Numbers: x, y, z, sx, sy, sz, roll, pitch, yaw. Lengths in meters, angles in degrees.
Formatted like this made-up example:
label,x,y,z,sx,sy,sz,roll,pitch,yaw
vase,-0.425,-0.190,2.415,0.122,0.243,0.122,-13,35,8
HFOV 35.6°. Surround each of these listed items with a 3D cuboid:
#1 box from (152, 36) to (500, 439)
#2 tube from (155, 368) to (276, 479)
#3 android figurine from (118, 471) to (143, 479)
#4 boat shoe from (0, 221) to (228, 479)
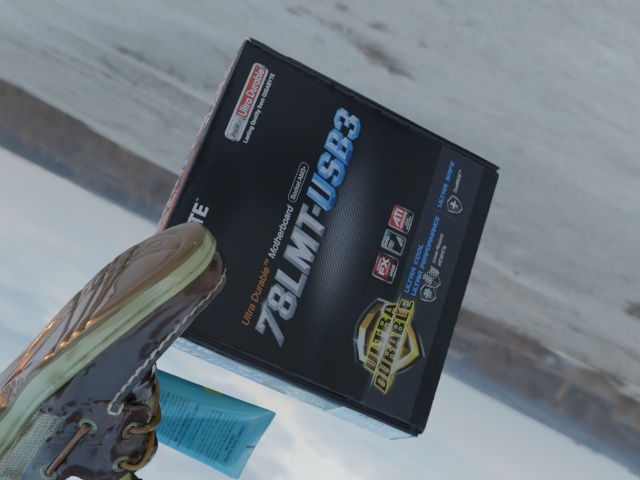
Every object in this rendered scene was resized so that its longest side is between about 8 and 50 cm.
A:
label,x,y,z,sx,sy,sz,roll,pitch,yaw
box,0.000,0.000,0.948,0.293,0.295,0.073,27,158,-14
tube,-0.149,0.140,0.867,0.207,0.080,0.052,25,-153,-7
android figurine,-0.168,0.229,0.456,0.248,0.273,0.056,57,176,-15
boat shoe,-0.170,0.123,0.755,0.123,0.342,0.123,41,-158,-15
